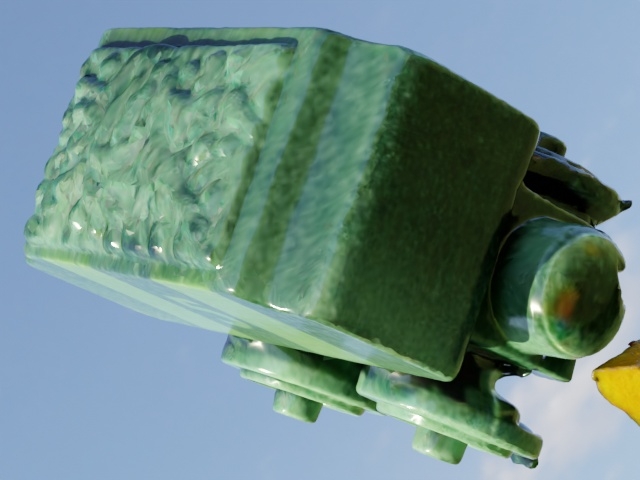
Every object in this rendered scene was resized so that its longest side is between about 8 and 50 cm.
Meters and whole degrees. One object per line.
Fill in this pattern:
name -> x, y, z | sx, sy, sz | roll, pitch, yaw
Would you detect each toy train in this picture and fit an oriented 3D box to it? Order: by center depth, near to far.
toy train -> 0.000, 0.000, 0.929 | 0.238, 0.299, 0.167 | 26, -102, -35

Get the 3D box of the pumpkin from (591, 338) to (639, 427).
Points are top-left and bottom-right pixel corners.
pumpkin -> 0.175, 0.064, 0.848 | 0.101, 0.073, 0.035 | -32, 17, -21
